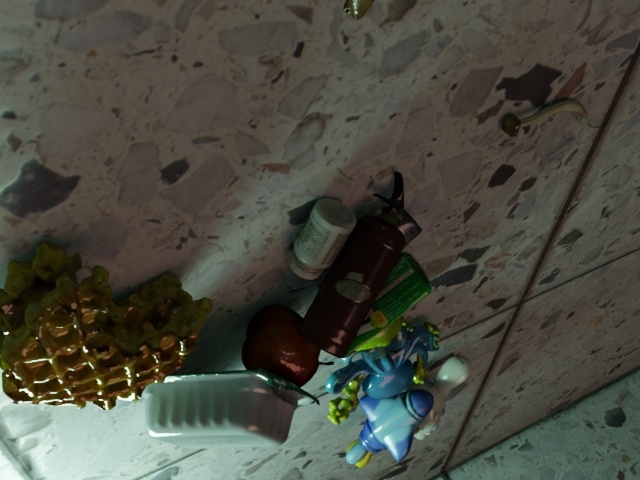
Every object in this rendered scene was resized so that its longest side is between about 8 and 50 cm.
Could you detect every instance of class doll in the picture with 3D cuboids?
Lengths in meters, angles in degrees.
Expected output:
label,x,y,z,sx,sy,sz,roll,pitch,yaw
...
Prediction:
label,x,y,z,sx,sy,sz,roll,pitch,yaw
doll,0.150,0.306,1.732,0.345,0.099,0.342,-27,134,-19
doll,0.251,0.517,1.978,0.365,0.187,0.376,-18,126,-34

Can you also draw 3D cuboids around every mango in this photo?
label,x,y,z,sx,sy,sz,roll,pitch,yaw
mango,0.102,0.197,1.532,0.178,0.100,0.119,-17,146,-12

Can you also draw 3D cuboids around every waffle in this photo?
label,x,y,z,sx,sy,sz,roll,pitch,yaw
waffle,-0.342,0.140,1.046,0.261,0.151,0.324,-46,143,12

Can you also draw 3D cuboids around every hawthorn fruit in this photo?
label,x,y,z,sx,sy,sz,roll,pitch,yaw
hawthorn fruit,-0.060,0.219,1.350,0.193,0.157,0.157,25,120,-20

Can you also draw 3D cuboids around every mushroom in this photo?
label,x,y,z,sx,sy,sz,roll,pitch,yaw
mushroom,0.472,-0.242,1.350,0.306,0.043,0.068,-10,157,-33

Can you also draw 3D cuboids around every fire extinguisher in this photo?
label,x,y,z,sx,sy,sz,roll,pitch,yaw
fire extinguisher,0.073,0.038,1.246,0.138,0.102,0.344,31,87,-56

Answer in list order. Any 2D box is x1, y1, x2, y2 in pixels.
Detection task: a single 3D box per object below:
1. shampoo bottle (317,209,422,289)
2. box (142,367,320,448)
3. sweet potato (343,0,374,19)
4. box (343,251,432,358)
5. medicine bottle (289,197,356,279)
label,x,y,z,sx,sy,sz,roll,pitch,yaw
shampoo bottle,0.095,0.033,1.361,0.233,0.049,0.087,-40,147,10
box,-0.193,0.333,1.307,0.336,0.106,0.264,-9,151,20
sweet potato,0.047,-0.379,0.741,0.131,0.131,0.337,-21,143,-19
box,0.106,0.132,1.395,0.250,0.103,0.180,-38,174,-2
medicine bottle,0.000,0.000,1.212,0.079,0.079,0.140,-2,135,-39
